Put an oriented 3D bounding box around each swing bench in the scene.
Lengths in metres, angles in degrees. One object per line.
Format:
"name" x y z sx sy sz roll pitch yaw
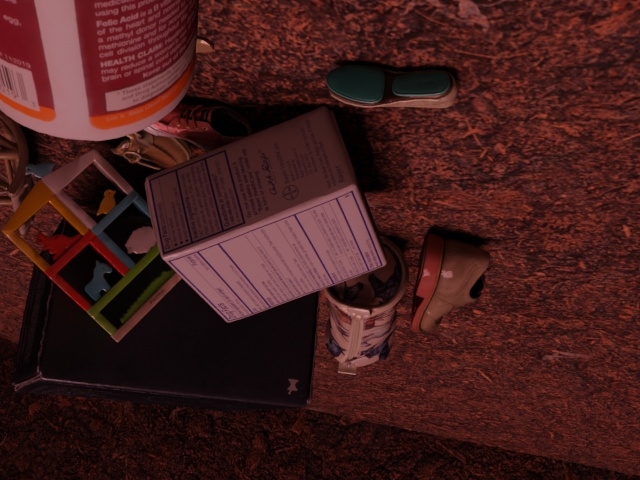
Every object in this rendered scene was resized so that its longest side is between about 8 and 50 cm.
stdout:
"swing bench" -0.653 -0.142 1.413 0.254 0.165 0.253 15 158 -13

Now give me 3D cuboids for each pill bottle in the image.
"pill bottle" -0.209 -0.288 0.637 0.224 0.224 0.392 16 147 -2

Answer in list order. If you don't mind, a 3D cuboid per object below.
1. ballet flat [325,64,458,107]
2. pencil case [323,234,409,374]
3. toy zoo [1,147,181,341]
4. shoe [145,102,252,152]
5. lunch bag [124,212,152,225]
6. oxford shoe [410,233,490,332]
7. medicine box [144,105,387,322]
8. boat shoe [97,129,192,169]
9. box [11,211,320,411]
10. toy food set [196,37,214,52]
"ballet flat" 0.088 -0.184 0.952 0.168 0.057 0.052 8 166 19
"pencil case" 0.084 0.136 1.540 0.159 0.184 0.410 2 156 2
"toy zoo" -0.359 -0.008 1.209 0.293 0.192 0.030 47 162 -13
"shoe" -0.192 -0.183 1.135 0.178 0.064 0.081 21 156 -28
"lunch bag" -0.343 0.002 1.635 0.151 0.096 0.129 -2 162 -13
"oxford shoe" 0.243 0.103 1.444 0.130 0.123 0.348 7 158 6
"medicine box" -0.072 -0.027 1.149 0.289 0.149 0.263 -20 151 5
"boat shoe" -0.340 -0.177 1.206 0.285 0.089 0.104 27 155 -26
"box" -0.318 0.171 1.500 0.479 0.298 0.471 12 165 -25
"toy food set" -0.231 -0.283 0.949 0.132 0.039 0.192 3 155 29
